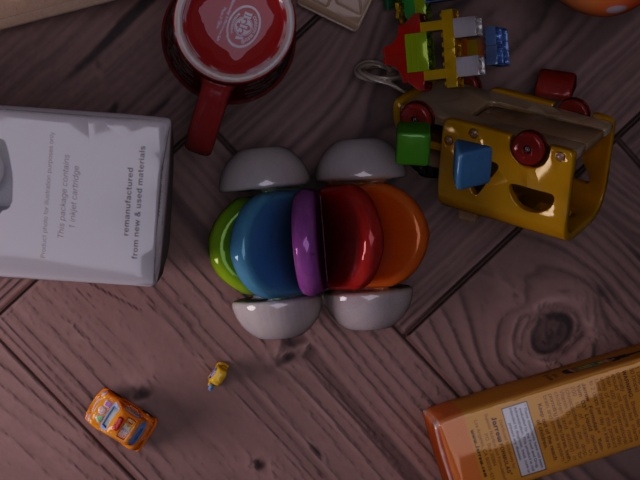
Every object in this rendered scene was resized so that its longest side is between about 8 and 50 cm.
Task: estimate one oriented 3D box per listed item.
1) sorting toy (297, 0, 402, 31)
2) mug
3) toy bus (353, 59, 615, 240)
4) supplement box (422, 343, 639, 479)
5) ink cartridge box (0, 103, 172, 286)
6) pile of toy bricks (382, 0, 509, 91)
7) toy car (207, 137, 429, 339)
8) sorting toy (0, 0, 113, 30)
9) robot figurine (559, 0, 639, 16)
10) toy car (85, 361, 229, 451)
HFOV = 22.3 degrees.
[{"bbox_3d":[0.029,-0.208,1.365,0.083,0.012,0.062,26,86,-2],"label":"sorting toy"},{"bbox_3d":[-0.066,-0.149,1.282,0.113,0.169,0.150,-12,94,-5],"label":"mug"},{"bbox_3d":[0.136,-0.067,1.323,0.191,0.202,0.104,-4,117,-13],"label":"toy bus"},{"bbox_3d":[0.210,0.148,1.367,0.233,0.078,0.080,-19,95,-3],"label":"supplement box"},{"bbox_3d":[-0.268,-0.040,1.243,0.306,0.226,0.131,3,92,-4],"label":"ink cartridge box"},{"bbox_3d":[0.089,-0.227,1.327,0.105,0.118,0.212,-3,92,25],"label":"pile of toy bricks"},{"bbox_3d":[0.000,0.000,1.311,0.182,0.136,0.159,-5,94,-4],"label":"toy car"},{"bbox_3d":[-0.221,-0.280,1.312,0.208,0.038,0.193,-12,94,11],"label":"sorting toy"},{"bbox_3d":[0.255,-0.264,1.304,0.219,0.128,0.158,-36,62,-15],"label":"robot figurine"},{"bbox_3d":[-0.138,0.128,1.355,0.122,0.040,0.060,-39,95,-1],"label":"toy car"}]
